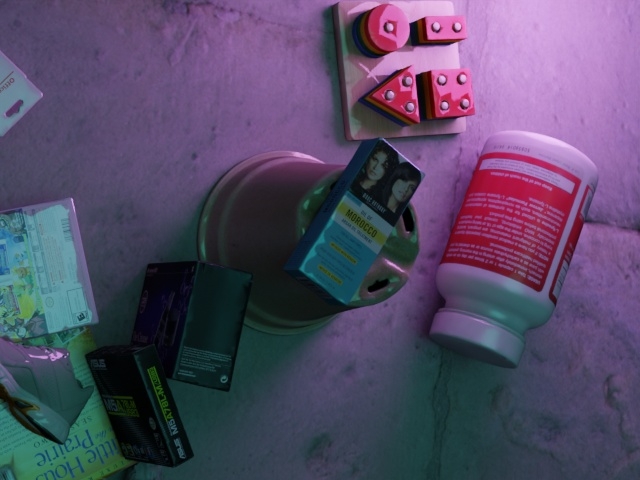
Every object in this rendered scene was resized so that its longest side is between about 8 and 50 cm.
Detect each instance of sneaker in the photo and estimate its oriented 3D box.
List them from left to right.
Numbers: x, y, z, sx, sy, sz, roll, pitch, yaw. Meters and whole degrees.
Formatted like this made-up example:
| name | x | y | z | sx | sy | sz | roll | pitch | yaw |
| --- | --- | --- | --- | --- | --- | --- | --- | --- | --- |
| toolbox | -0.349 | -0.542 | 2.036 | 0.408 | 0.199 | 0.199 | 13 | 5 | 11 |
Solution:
| name | x | y | z | sx | sy | sz | roll | pitch | yaw |
| --- | --- | --- | --- | --- | --- | --- | --- | --- | --- |
| sneaker | -0.443 | 0.187 | 1.599 | 0.121 | 0.099 | 0.262 | -56 | 134 | -28 |

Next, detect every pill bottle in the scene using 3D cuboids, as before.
| name | x | y | z | sx | sy | sz | roll | pitch | yaw |
| --- | --- | --- | --- | --- | --- | --- | --- | --- | --- |
| pill bottle | 0.353 | 0.020 | 1.995 | 0.229 | 0.229 | 0.408 | 27 | 77 | -22 |

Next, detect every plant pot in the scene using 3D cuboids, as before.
| name | x | y | z | sx | sy | sz | roll | pitch | yaw |
| --- | --- | --- | --- | --- | --- | --- | --- | --- | --- |
| plant pot | 0.000 | 0.000 | 1.784 | 0.333 | 0.305 | 0.334 | 1 | 88 | -25 |

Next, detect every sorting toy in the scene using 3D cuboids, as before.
| name | x | y | z | sx | sy | sz | roll | pitch | yaw |
| --- | --- | --- | --- | --- | --- | --- | --- | --- | --- |
| sorting toy | 0.166 | -0.326 | 1.995 | 0.255 | 0.089 | 0.257 | -6 | 91 | -26 |

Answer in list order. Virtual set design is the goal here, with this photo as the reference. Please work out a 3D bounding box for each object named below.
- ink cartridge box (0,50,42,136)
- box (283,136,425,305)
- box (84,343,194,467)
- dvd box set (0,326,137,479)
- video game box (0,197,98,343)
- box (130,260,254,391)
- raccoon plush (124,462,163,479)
| name | x | y | z | sx | sy | sz | roll | pitch | yaw |
| --- | --- | --- | --- | --- | --- | --- | --- | --- | --- |
| ink cartridge box | -0.539 | -0.255 | 1.670 | 0.181 | 0.061 | 0.104 | 46 | 71 | -16 |
| box | 0.053 | -0.029 | 1.607 | 0.100 | 0.060 | 0.244 | 37 | 73 | -20 |
| box | -0.280 | 0.251 | 1.639 | 0.045 | 0.190 | 0.184 | -26 | 100 | -33 |
| dvd box set | -0.495 | 0.222 | 1.673 | 0.307 | 0.062 | 0.421 | -26 | 99 | -24 |
| video game box | -0.456 | 0.051 | 1.641 | 0.187 | 0.048 | 0.205 | -12 | 93 | -28 |
| box | -0.214 | 0.131 | 1.700 | 0.103 | 0.261 | 0.184 | 18 | 80 | -24 |
| raccoon plush | -0.399 | 0.583 | 1.680 | 0.299 | 0.216 | 0.446 | -4 | 46 | 2 |
